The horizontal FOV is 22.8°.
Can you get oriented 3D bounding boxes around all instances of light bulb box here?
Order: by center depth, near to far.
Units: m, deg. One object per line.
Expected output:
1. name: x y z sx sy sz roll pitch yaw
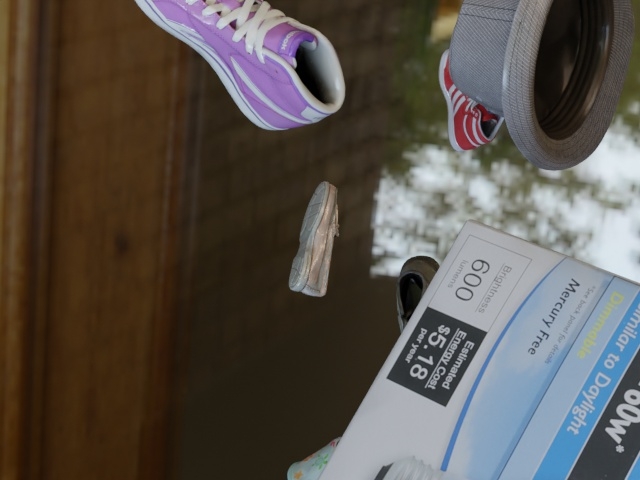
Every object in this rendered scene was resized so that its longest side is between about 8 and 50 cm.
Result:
1. light bulb box: 0.213 0.227 1.247 0.361 0.358 0.225 22 168 39

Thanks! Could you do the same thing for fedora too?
1. fedora: 0.222 -0.205 1.685 0.124 0.244 0.275 16 -177 29

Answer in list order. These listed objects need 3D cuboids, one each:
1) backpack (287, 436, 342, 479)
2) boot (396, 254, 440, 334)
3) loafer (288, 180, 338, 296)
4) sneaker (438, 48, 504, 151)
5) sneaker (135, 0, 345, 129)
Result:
1. backpack: 0.050 0.421 2.313 0.225 0.191 0.254 26 -140 -51
2. boot: 0.139 0.148 2.184 0.083 0.247 0.161 -9 -170 11
3. loafer: 0.000 0.000 1.709 0.039 0.125 0.045 22 164 -21
4. sneaker: 0.172 -0.163 1.798 0.042 0.119 0.067 -9 180 -36
5. sneaker: -0.078 -0.235 1.646 0.102 0.282 0.161 -53 -158 -18
